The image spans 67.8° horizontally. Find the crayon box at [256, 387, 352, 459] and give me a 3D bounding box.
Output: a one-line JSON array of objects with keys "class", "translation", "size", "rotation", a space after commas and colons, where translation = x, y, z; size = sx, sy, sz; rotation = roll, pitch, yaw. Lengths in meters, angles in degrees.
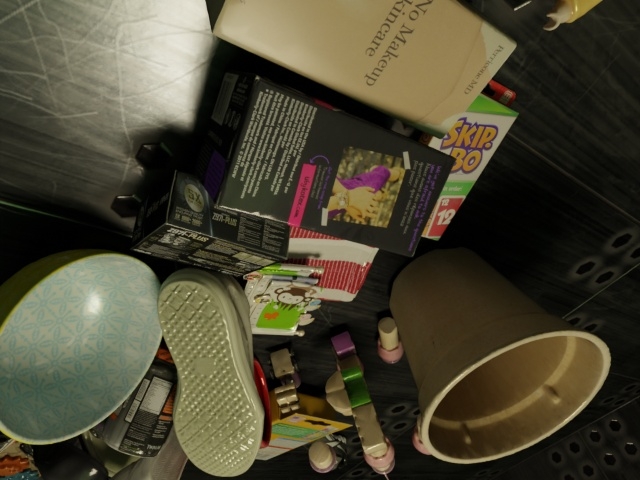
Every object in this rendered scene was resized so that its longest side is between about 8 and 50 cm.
[{"class": "crayon box", "translation": [-0.107, 0.466, 1.210], "size": [0.323, 0.083, 0.203], "rotation": [-33, 136, 29]}]

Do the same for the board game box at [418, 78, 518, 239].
[{"class": "board game box", "translation": [0.198, -0.124, 0.736], "size": [0.124, 0.039, 0.259], "rotation": [13, 114, -31]}]

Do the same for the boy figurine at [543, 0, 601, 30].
[{"class": "boy figurine", "translation": [0.313, -0.335, 0.552], "size": [0.285, 0.092, 0.177], "rotation": [-6, 133, -9]}]

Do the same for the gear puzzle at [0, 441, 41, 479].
[{"class": "gear puzzle", "translation": [-0.767, 0.506, 1.083], "size": [0.176, 0.044, 0.338], "rotation": [-5, 136, -14]}]

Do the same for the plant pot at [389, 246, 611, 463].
[{"class": "plant pot", "translation": [0.284, 0.181, 0.896], "size": [0.334, 0.305, 0.333], "rotation": [-9, 127, -11]}]

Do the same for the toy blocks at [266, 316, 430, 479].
[{"class": "toy blocks", "translation": [0.081, 0.376, 1.070], "size": [0.309, 0.288, 0.260], "rotation": [-18, 142, -2]}]

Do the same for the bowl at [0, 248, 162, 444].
[{"class": "bowl", "translation": [-0.396, 0.133, 0.721], "size": [0.156, 0.289, 0.289], "rotation": [18, 144, 25]}]

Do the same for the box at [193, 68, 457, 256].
[{"class": "box", "translation": [0.001, -0.096, 0.602], "size": [0.271, 0.165, 0.143], "rotation": [15, 105, -28]}]

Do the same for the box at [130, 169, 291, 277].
[{"class": "box", "translation": [-0.157, -0.015, 0.686], "size": [0.180, 0.077, 0.147], "rotation": [18, 156, -33]}]

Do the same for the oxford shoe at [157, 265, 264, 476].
[{"class": "oxford shoe", "translation": [-0.183, 0.236, 0.851], "size": [0.169, 0.130, 0.449], "rotation": [-2, 113, 5]}]

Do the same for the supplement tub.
[{"class": "supplement tub", "translation": [-0.322, 0.301, 0.913], "size": [0.117, 0.190, 0.117], "rotation": [21, 166, 5]}]

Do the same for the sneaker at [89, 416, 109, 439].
[{"class": "sneaker", "translation": [-0.439, 0.323, 0.948], "size": [0.107, 0.124, 0.283], "rotation": [-37, 134, 18]}]

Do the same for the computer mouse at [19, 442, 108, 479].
[{"class": "computer mouse", "translation": [-0.542, 0.486, 1.000], "size": [0.272, 0.072, 0.188], "rotation": [-17, 117, 42]}]

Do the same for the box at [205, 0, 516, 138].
[{"class": "box", "translation": [0.046, -0.246, 0.527], "size": [0.311, 0.121, 0.148], "rotation": [14, 128, -30]}]

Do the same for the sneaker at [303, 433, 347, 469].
[{"class": "sneaker", "translation": [0.016, 0.633, 1.438], "size": [0.078, 0.106, 0.234], "rotation": [-35, 135, 16]}]

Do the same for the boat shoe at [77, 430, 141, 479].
[{"class": "boat shoe", "translation": [-0.486, 0.479, 1.103], "size": [0.113, 0.127, 0.340], "rotation": [1, 140, 16]}]

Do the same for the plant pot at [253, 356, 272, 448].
[{"class": "plant pot", "translation": [-0.209, 0.358, 1.020], "size": [0.174, 0.191, 0.191], "rotation": [-11, 137, 0]}]

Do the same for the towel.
[{"class": "towel", "translation": [0.000, 0.000, 0.830], "size": [0.237, 0.037, 0.329], "rotation": [3, 133, -21]}]

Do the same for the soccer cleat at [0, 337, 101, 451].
[{"class": "soccer cleat", "translation": [-0.473, 0.246, 0.838], "size": [0.318, 0.108, 0.116], "rotation": [-39, -172, -23]}]

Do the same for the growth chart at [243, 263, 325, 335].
[{"class": "growth chart", "translation": [-0.076, 0.115, 0.895], "size": [0.172, 0.021, 0.237], "rotation": [1, 137, -17]}]

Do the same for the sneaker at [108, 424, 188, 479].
[{"class": "sneaker", "translation": [-0.360, 0.471, 1.041], "size": [0.169, 0.292, 0.108], "rotation": [-35, 93, 11]}]
